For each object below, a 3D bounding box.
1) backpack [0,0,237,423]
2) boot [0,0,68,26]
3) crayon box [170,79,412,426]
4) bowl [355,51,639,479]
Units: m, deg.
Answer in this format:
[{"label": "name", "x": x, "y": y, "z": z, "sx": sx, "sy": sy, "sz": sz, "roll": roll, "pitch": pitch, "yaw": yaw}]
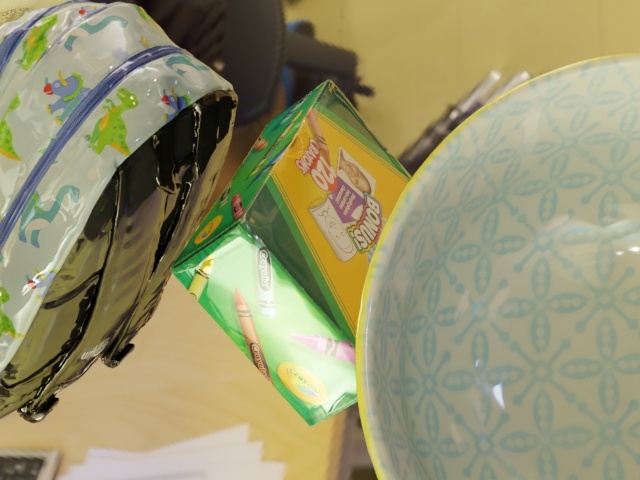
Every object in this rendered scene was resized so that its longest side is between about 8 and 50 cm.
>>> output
[{"label": "backpack", "x": -0.218, "y": -0.038, "z": 1.127, "sx": 0.273, "sy": 0.290, "sz": 0.355, "roll": 53, "pitch": 135, "yaw": 4}, {"label": "boot", "x": -0.094, "y": -0.181, "z": 0.608, "sx": 0.262, "sy": 0.203, "sz": 0.095, "roll": -20, "pitch": 96, "yaw": 58}, {"label": "crayon box", "x": 0.000, "y": 0.000, "z": 1.050, "sx": 0.081, "sy": 0.165, "sz": 0.278, "roll": -33, "pitch": 16, "yaw": 28}, {"label": "bowl", "x": 0.155, "y": 0.069, "z": 0.639, "sx": 0.156, "sy": 0.289, "sz": 0.290, "roll": 107, "pitch": -176, "yaw": -78}]
